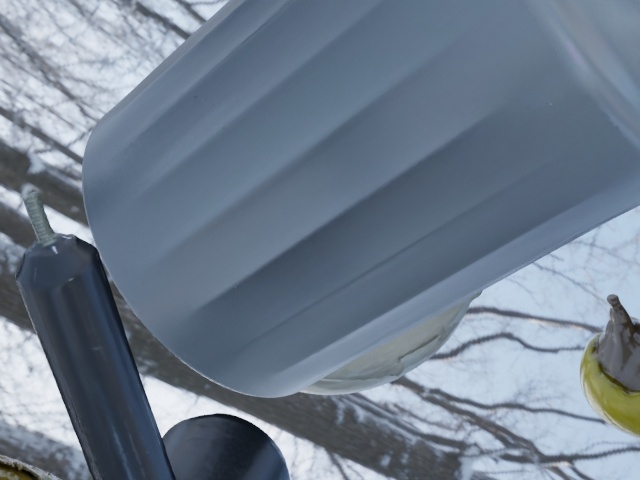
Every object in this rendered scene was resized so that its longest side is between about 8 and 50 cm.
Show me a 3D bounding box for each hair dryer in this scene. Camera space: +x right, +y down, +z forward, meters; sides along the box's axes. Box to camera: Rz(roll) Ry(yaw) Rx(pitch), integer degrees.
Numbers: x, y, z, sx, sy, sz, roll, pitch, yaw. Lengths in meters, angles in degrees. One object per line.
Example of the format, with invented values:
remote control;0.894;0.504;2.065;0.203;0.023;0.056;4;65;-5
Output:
hair dryer;-0.080;0.076;0.398;0.071;0.219;0.124;-4;-151;21

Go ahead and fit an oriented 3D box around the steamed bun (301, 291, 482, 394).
steamed bun;0.000;0.000;1.160;0.374;0.374;0.241;-65;-166;-12

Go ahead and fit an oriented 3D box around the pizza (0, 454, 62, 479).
pizza;-0.391;0.392;0.858;0.130;0.440;0.406;-15;-104;39

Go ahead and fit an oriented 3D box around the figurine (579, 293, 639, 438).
figurine;0.550;0.153;1.553;0.215;0.187;0.343;32;-69;53

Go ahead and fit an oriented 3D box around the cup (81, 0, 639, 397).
cup;0.066;-0.084;0.613;0.327;0.323;0.237;-34;-93;29
